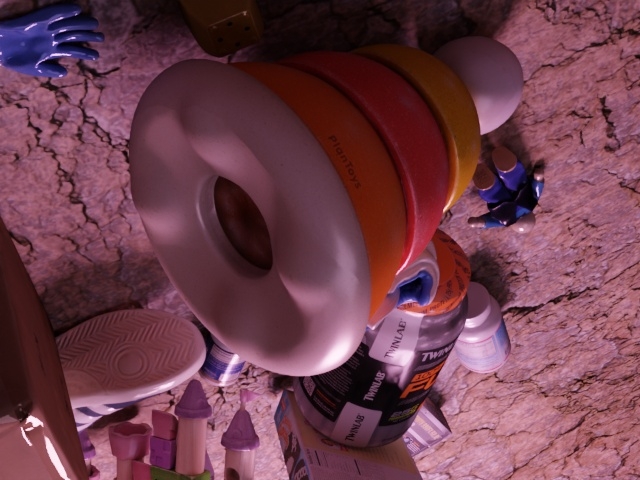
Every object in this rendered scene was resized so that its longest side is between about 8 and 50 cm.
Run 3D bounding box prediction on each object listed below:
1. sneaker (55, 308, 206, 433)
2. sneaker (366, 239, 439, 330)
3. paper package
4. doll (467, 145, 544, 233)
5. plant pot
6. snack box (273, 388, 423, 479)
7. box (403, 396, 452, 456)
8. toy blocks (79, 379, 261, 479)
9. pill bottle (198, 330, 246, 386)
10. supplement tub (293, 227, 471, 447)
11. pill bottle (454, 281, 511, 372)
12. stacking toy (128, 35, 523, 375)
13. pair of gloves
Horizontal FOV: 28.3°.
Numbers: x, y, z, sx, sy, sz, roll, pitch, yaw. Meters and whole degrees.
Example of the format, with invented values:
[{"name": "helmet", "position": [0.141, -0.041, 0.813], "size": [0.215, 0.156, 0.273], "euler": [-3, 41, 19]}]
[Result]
[{"name": "sneaker", "position": [-0.317, 0.200, 1.711], "size": [0.350, 0.131, 0.148], "euler": [-16, 150, -1]}, {"name": "sneaker", "position": [0.000, 0.000, 1.531], "size": [0.322, 0.236, 0.130], "euler": [4, 135, -33]}, {"name": "paper package", "position": [-0.391, 0.165, 1.447], "size": [0.168, 0.325, 0.309], "euler": [-19, 142, -8]}, {"name": "doll", "position": [0.257, -0.059, 1.758], "size": [0.129, 0.046, 0.189], "euler": [-39, 148, 4]}, {"name": "plant pot", "position": [-0.101, -0.238, 1.313], "size": [0.081, 0.083, 0.081], "euler": [-23, 144, -2]}, {"name": "snack box", "position": [0.043, 0.322, 1.846], "size": [0.187, 0.322, 0.060], "euler": [16, 103, -12]}, {"name": "box", "position": [0.094, 0.306, 2.109], "size": [0.183, 0.056, 0.231], "euler": [-32, 142, 10]}, {"name": "toy blocks", "position": [-0.190, 0.317, 1.830], "size": [0.309, 0.288, 0.260], "euler": [-7, 102, -53]}, {"name": "pill bottle", "position": [-0.128, 0.144, 1.780], "size": [0.067, 0.067, 0.120], "euler": [-1, 138, -28]}, {"name": "supplement tub", "position": [0.087, 0.130, 1.775], "size": [0.193, 0.194, 0.316], "euler": [-5, 139, -24]}, {"name": "pill bottle", "position": [0.239, 0.132, 1.948], "size": [0.087, 0.087, 0.160], "euler": [-24, 143, 1]}, {"name": "stacking toy", "position": [0.063, -0.098, 1.407], "size": [0.480, 0.350, 0.351], "euler": [-29, 150, -34]}, {"name": "pair of gloves", "position": [-0.292, -0.236, 1.262], "size": [0.159, 0.023, 0.198], "euler": [-9, 141, -20]}]
